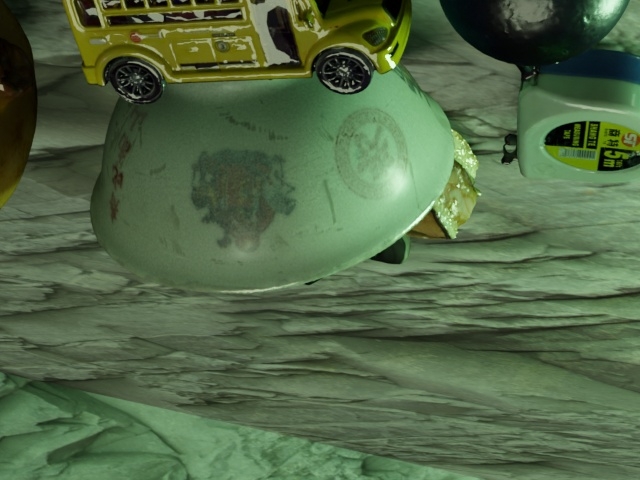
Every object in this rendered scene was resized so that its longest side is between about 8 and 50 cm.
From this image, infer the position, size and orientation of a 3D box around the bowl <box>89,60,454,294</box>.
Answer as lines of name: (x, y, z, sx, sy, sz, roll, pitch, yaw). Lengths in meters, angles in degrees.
bowl: (-0.073, -0.154, 1.532, 0.434, 0.435, 0.196, 1, 130, 16)

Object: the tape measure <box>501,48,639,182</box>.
tape measure: (0.320, -0.179, 1.607, 0.215, 0.098, 0.351, 6, 159, 11)

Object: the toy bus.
toy bus: (-0.081, -0.238, 1.357, 0.331, 0.145, 0.151, -1, 135, 15)

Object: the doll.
doll: (0.195, -0.280, 1.303, 0.198, 0.186, 0.322, -17, 158, 19)

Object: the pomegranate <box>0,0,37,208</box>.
pomegranate: (-0.514, -0.176, 1.581, 0.416, 0.417, 0.417, 7, 156, 3)

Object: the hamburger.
hamburger: (0.104, -0.096, 1.869, 0.207, 0.135, 0.155, 7, 144, 40)

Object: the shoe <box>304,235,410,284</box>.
shoe: (0.000, 0.000, 2.062, 0.290, 0.137, 0.114, 13, 156, -12)
